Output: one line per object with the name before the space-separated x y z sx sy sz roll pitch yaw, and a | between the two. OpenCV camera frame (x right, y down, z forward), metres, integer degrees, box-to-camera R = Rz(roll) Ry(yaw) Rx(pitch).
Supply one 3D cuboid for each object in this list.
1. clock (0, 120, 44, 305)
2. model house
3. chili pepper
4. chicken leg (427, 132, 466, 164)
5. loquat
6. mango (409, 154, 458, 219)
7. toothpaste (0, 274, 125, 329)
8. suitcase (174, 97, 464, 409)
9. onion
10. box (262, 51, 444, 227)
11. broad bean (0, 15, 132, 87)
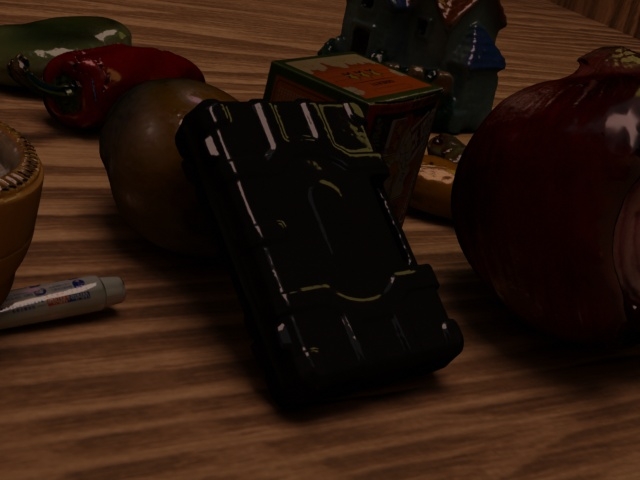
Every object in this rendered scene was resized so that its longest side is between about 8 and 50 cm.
clock | -0.371 -0.017 0.709 0.317 0.200 0.244 -6 35 -40
model house | 0.186 -0.394 1.697 0.251 0.329 0.295 -2 27 -41
chili pepper | -0.270 -0.212 1.304 0.110 0.110 0.387 25 23 21
chicken leg | 0.350 -0.093 1.386 0.361 0.140 0.211 -5 7 -19
loquat | -0.139 -0.080 1.012 0.179 0.179 0.227 0 34 -30
mango | 0.175 -0.066 1.288 0.190 0.075 0.098 16 30 -15
toothpaste | -0.268 0.058 0.806 0.218 0.033 0.052 -10 28 -36
suitcase | 0.000 0.000 0.880 0.206 0.066 0.286 -6 66 -40
onion | 0.302 -0.038 1.041 0.341 0.341 0.341 13 24 -6
box | 0.027 -0.102 1.123 0.148 0.195 0.177 27 26 27
broad bean | -0.376 -0.270 1.376 0.169 0.100 0.228 22 26 31
